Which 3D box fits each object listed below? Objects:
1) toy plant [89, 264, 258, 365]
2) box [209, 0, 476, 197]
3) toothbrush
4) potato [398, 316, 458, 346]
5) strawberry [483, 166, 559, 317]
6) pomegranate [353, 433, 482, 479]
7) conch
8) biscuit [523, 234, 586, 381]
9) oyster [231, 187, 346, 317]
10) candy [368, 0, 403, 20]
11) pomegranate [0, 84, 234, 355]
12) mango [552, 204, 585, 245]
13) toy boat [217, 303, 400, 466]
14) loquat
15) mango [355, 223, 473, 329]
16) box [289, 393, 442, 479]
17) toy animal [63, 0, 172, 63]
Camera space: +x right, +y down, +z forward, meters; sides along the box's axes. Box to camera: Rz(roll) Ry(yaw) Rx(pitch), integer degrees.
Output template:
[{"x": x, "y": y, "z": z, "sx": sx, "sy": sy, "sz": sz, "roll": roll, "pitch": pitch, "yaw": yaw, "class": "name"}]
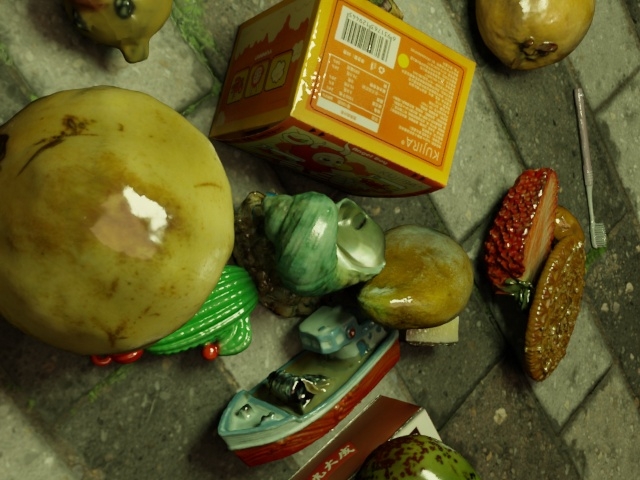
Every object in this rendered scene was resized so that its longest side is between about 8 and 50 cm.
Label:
[{"x": -0.206, "y": 0.099, "z": 1.046, "sx": 0.240, "sy": 0.088, "sz": 0.155, "roll": 1, "pitch": 74, "yaw": -19, "class": "toy plant"}, {"x": 0.029, "y": -0.203, "z": 1.089, "sx": 0.283, "sy": 0.259, "sz": 0.214, "roll": 20, "pitch": 79, "yaw": -31, "class": "box"}, {"x": 0.588, "y": -0.157, "z": 1.586, "sx": 0.024, "sy": 0.029, "sz": 0.354, "roll": -15, "pitch": 98, "yaw": -45, "class": "toothbrush"}, {"x": 0.183, "y": 0.155, "z": 1.296, "sx": 0.122, "sy": 0.086, "sz": 0.061, "roll": 5, "pitch": 90, "yaw": -27, "class": "potato"}, {"x": 0.384, "y": 0.002, "z": 1.402, "sx": 0.188, "sy": 0.106, "sz": 0.286, "roll": 12, "pitch": 86, "yaw": -56, "class": "strawberry"}, {"x": 0.157, "y": 0.386, "z": 1.088, "sx": 0.248, "sy": 0.214, "sz": 0.214, "roll": -19, "pitch": 103, "yaw": -65, "class": "pomegranate"}, {"x": 0.000, "y": 0.001, "z": 1.051, "sx": 0.188, "sy": 0.122, "sz": 0.176, "roll": 49, "pitch": 62, "yaw": -39, "class": "conch"}, {"x": 0.471, "y": 0.136, "z": 1.436, "sx": 0.305, "sy": 0.038, "sz": 0.305, "roll": -29, "pitch": 126, "yaw": -50, "class": "biscuit"}, {"x": -0.038, "y": 0.011, "z": 1.151, "sx": 0.198, "sy": 0.092, "sz": 0.260, "roll": -49, "pitch": 118, "yaw": -18, "class": "oyster"}, {"x": 0.014, "y": -0.421, "z": 1.176, "sx": 0.271, "sy": 0.101, "sz": 0.143, "roll": 47, "pitch": 61, "yaw": -18, "class": "candy"}, {"x": -0.265, "y": -0.020, "z": 0.891, "sx": 0.332, "sy": 0.332, "sz": 0.333, "roll": 0, "pitch": 90, "yaw": -33, "class": "pomegranate"}, {"x": 0.511, "y": -0.023, "z": 1.518, "sx": 0.127, "sy": 0.063, "sz": 0.077, "roll": 41, "pitch": 61, "yaw": -27, "class": "mango"}, {"x": -0.024, "y": 0.210, "z": 1.121, "sx": 0.332, "sy": 0.145, "sz": 0.133, "roll": -36, "pitch": 119, "yaw": -33, "class": "toy boat"}, {"x": 0.402, "y": -0.440, "z": 1.369, "sx": 0.238, "sy": 0.193, "sz": 0.238, "roll": 7, "pitch": 76, "yaw": -31, "class": "loquat"}, {"x": 0.146, "y": 0.061, "z": 1.170, "sx": 0.316, "sy": 0.192, "sz": 0.146, "roll": -32, "pitch": 132, "yaw": -67, "class": "mango"}, {"x": 0.102, "y": 0.523, "z": 1.222, "sx": 0.344, "sy": 0.122, "sz": 0.385, "roll": -37, "pitch": 109, "yaw": -27, "class": "box"}, {"x": -0.282, "y": -0.375, "z": 0.953, "sx": 0.169, "sy": 0.195, "sz": 0.281, "roll": -22, "pitch": 101, "yaw": -72, "class": "toy animal"}]
